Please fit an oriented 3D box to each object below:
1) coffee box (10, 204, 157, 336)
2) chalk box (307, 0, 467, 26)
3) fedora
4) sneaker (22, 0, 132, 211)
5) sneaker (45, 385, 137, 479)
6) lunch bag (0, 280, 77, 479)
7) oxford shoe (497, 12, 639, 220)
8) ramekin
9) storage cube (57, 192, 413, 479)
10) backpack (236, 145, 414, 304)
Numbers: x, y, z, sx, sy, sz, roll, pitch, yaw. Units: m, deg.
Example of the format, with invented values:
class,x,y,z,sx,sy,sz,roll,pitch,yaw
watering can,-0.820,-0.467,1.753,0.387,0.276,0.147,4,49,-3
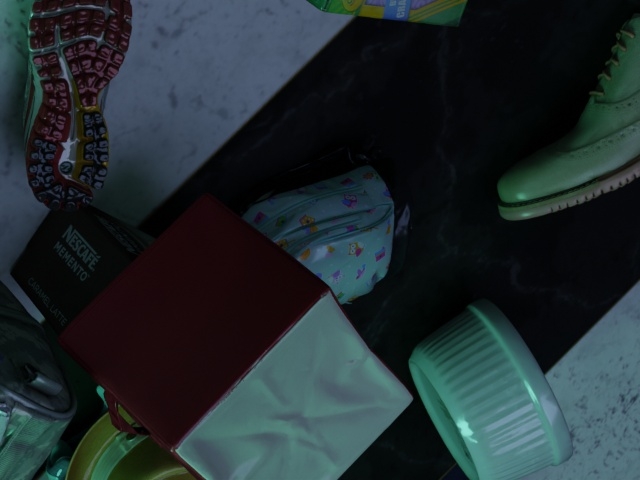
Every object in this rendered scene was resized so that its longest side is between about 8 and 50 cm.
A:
class,x,y,z,sx,sy,sz,roll,pitch,yaw
coffee box,-0.153,0.068,1.664,0.246,0.141,0.098,29,99,-47
chalk box,0.030,-0.280,1.565,0.213,0.132,0.132,0,119,-37
fedora,-0.150,0.240,1.707,0.194,0.079,0.194,-9,111,-24
sneaker,-0.221,-0.143,1.510,0.088,0.093,0.225,8,101,-20
sneaker,-0.239,0.258,1.779,0.122,0.110,0.283,26,95,-34
lunch bag,-0.352,0.182,1.504,0.212,0.256,0.305,20,106,-45
oxford shoe,0.342,-0.166,1.925,0.397,0.140,0.146,-34,105,-7
ramekin,0.185,0.179,1.971,0.109,0.207,0.207,-28,134,-8
storage cube,-0.073,0.113,1.519,0.215,0.193,0.184,-46,135,-9
backpack,0.000,0.000,1.755,0.182,0.115,0.152,-16,131,-26
